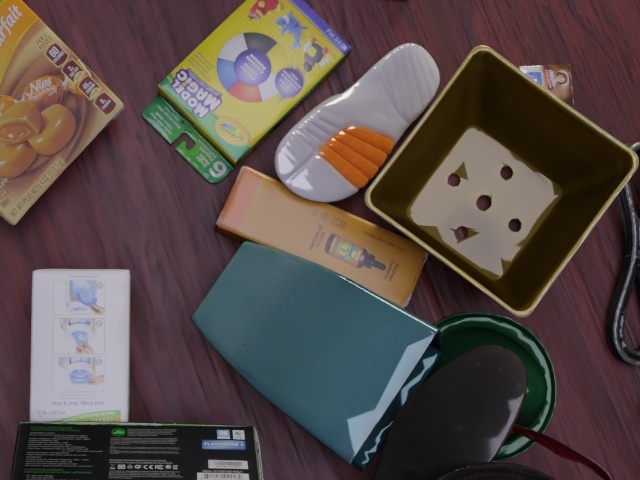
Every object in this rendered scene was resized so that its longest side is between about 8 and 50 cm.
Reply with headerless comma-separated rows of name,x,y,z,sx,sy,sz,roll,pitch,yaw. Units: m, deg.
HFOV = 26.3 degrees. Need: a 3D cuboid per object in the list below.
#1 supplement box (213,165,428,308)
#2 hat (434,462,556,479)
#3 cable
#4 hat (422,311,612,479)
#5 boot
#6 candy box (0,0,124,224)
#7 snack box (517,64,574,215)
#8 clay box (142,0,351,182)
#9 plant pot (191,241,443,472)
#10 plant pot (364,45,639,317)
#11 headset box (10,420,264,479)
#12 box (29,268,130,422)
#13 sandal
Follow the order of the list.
supplement box,0.000,0.000,1.546,0.233,0.080,0.078,24,81,-2
hat,0.192,0.399,1.420,0.331,0.134,0.331,-9,116,-19
cable,0.387,-0.002,1.596,0.139,0.072,0.287,24,79,-16
hat,0.210,0.163,1.498,0.208,0.183,0.173,14,82,-6
boot,0.130,0.247,1.488,0.112,0.115,0.305,36,98,28
candy box,-0.385,-0.188,1.448,0.183,0.087,0.316,-50,119,-11
snack box,0.271,-0.119,1.625,0.064,0.022,0.178,-3,84,-7
clay box,-0.086,-0.184,1.569,0.127,0.053,0.222,44,79,0
plant pot,-0.011,0.114,1.483,0.234,0.166,0.165,33,83,11
plant pot,0.190,-0.053,1.510,0.212,0.187,0.212,37,85,5
headset box,-0.190,0.339,1.396,0.246,0.131,0.283,2,116,-7
box,-0.257,0.137,1.473,0.103,0.114,0.203,1,84,-8
sandal,0.040,-0.127,1.575,0.265,0.076,0.102,-43,99,-31
